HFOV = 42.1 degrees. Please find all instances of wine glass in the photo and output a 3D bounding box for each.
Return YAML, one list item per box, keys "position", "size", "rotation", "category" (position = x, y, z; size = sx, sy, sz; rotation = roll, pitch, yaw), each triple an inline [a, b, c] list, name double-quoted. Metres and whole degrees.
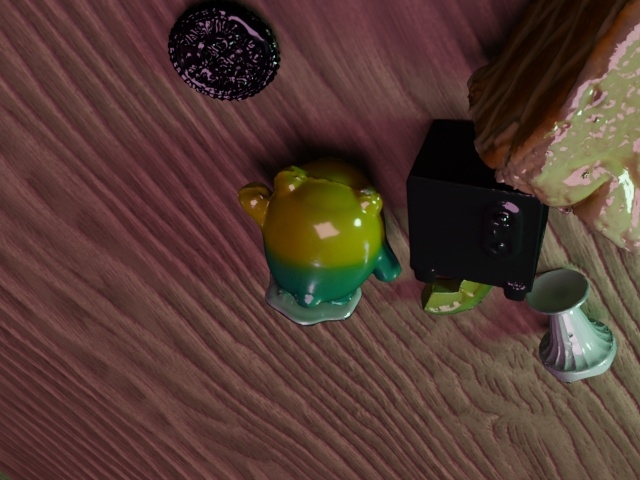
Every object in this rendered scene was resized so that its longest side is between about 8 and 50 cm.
- position: [0.508, 0.172, 1.711]
  size: [0.165, 0.165, 0.196]
  rotation: [-16, 125, 23]
  category: "wine glass"

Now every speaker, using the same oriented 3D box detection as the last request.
- position: [0.281, -0.051, 1.475]
  size: [0.232, 0.184, 0.254]
  rotation: [12, 137, 18]
  category: "speaker"

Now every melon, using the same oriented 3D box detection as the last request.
- position: [0.298, 0.085, 1.724]
  size: [0.118, 0.064, 0.209]
  rotation: [22, 131, -5]
  category: "melon"

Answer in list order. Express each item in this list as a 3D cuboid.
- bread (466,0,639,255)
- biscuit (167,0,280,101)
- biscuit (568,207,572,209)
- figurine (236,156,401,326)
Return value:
- position: [0.423, -0.239, 1.146]
  size: [0.279, 0.371, 0.390]
  rotation: [24, 125, -13]
  category: "bread"
- position: [-0.162, -0.317, 1.403]
  size: [0.195, 0.053, 0.194]
  rotation: [5, 135, 5]
  category: "biscuit"
- position: [0.460, -0.142, 1.484]
  size: [0.226, 0.042, 0.226]
  rotation: [6, 135, 6]
  category: "biscuit"
- position: [0.000, 0.000, 1.570]
  size: [0.324, 0.231, 0.340]
  rotation: [12, 140, 5]
  category: "figurine"
